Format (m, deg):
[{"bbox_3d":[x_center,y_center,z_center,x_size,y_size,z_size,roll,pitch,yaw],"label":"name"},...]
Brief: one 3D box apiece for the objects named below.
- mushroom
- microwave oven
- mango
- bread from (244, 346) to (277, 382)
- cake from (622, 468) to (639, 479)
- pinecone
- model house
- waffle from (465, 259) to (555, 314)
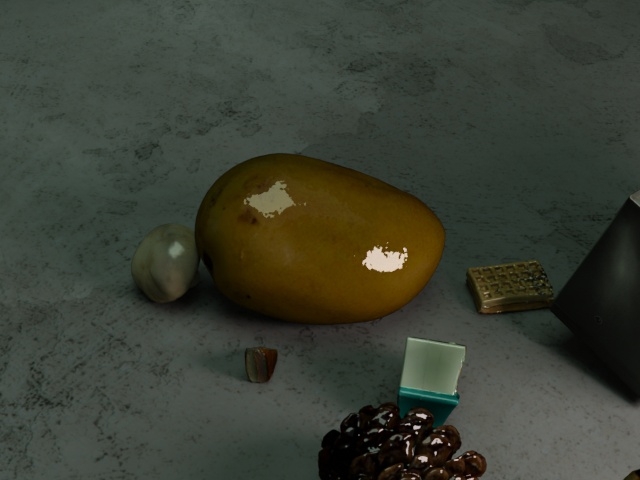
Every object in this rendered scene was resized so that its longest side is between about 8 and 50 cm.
[{"bbox_3d":[-0.272,0.045,2.000,0.154,0.122,0.154,-27,46,32],"label":"mushroom"},{"bbox_3d":[0.654,0.011,1.843,0.432,0.374,0.236,-30,65,-35],"label":"microwave oven"},{"bbox_3d":[0.000,0.000,1.948,0.446,0.232,0.300,6,72,-8],"label":"mango"},{"bbox_3d":[-0.102,0.210,1.856,0.043,0.109,0.062,3,83,9],"label":"bread"},{"bbox_3d":[0.447,0.434,1.504,0.185,0.208,0.178,44,87,-4],"label":"cake"},{"bbox_3d":[0.115,0.340,1.579,0.224,0.224,0.272,-12,29,-15],"label":"pinecone"},{"bbox_3d":[0.179,0.234,1.779,0.100,0.149,0.127,10,-2,9],"label":"model house"},{"bbox_3d":[0.350,0.086,2.020,0.148,0.042,0.102,-6,40,-9],"label":"waffle"}]
